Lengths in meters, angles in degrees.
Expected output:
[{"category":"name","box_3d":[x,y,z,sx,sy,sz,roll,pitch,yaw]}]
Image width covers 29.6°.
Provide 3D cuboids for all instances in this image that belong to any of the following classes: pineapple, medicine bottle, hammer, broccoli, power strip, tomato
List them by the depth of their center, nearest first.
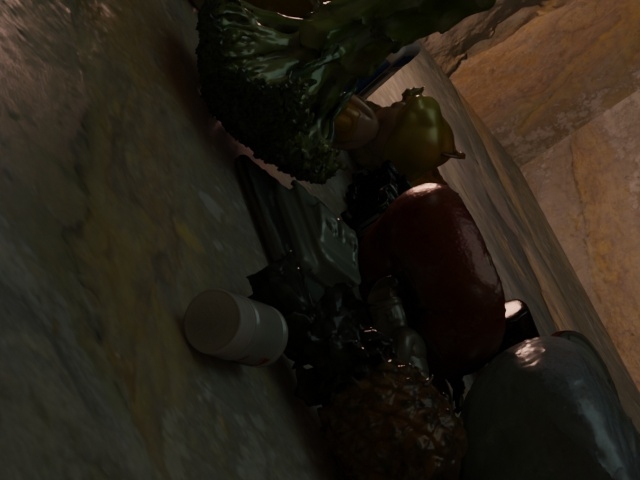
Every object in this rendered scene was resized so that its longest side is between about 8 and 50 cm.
[{"category":"medicine bottle","box_3d":[-0.070,0.074,1.021,0.057,0.057,0.089,62,15,23]},{"category":"pineapple","box_3d":[0.025,0.121,1.113,0.248,0.128,0.128,54,14,11]},{"category":"power strip","box_3d":[0.000,0.000,1.392,0.198,0.064,0.213,36,25,-48]},{"category":"broccoli","box_3d":[0.037,-0.213,1.423,0.221,0.361,0.252,68,13,-68]},{"category":"tomato","box_3d":[0.118,0.053,1.443,0.095,0.237,0.237,-12,61,-29]},{"category":"hammer","box_3d":[0.307,0.166,1.992,0.242,0.095,0.409,61,5,-17]}]

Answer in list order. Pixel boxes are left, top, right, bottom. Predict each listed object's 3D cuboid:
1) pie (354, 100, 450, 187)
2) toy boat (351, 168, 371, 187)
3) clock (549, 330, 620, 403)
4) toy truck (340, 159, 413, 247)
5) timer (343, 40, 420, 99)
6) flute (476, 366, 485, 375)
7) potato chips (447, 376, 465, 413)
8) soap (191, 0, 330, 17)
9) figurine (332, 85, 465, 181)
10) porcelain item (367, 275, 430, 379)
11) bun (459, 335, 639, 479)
[{"category":"pie","box_3d":[0.153,-0.093,2.063,0.339,0.083,0.339,48,17,-20]},{"category":"toy boat","box_3d":[0.079,-0.074,1.868,0.083,0.038,0.038,53,15,-10]},{"category":"clock","box_3d":[0.380,0.285,1.740,0.318,0.080,0.319,27,57,-52]},{"category":"toy truck","box_3d":[0.096,-0.031,1.725,0.121,0.088,0.259,54,14,-10]},{"category":"timer","box_3d":[0.071,-0.287,2.013,0.078,0.178,0.253,50,14,-1]},{"category":"flute","box_3d":[0.268,0.243,1.804,0.233,0.027,0.027,61,15,14]},{"category":"potato chips","box_3d":[0.156,0.127,1.591,0.202,0.029,0.220,74,1,-58]},{"category":"soap","box_3d":[-0.051,-0.350,1.779,0.304,0.169,0.338,55,16,-3]},{"category":"figurine","box_3d":[0.105,-0.165,1.846,0.246,0.156,0.131,9,21,-22]},{"category":"porcelain item","box_3d":[0.097,0.144,1.345,0.084,0.054,0.213,35,35,-67]},{"category":"bun","box_3d":[0.285,0.287,1.386,0.362,0.211,0.362,53,10,-14]}]
